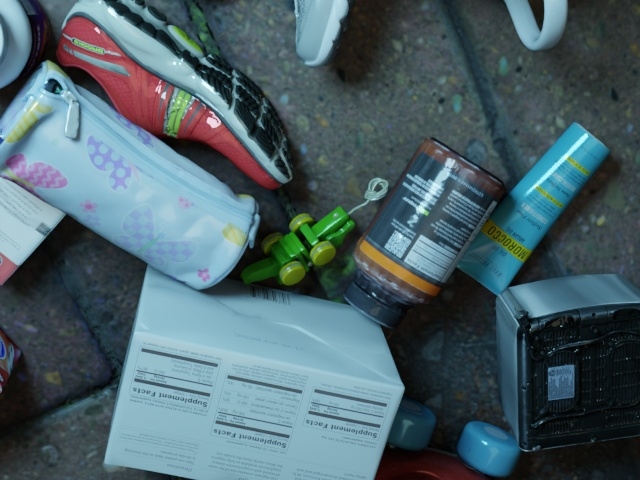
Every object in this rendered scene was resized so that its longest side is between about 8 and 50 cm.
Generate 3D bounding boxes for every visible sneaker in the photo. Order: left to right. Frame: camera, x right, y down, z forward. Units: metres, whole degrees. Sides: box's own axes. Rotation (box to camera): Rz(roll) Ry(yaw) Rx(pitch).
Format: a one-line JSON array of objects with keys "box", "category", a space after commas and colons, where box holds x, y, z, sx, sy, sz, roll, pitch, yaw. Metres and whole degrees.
[{"box": [-0.149, -0.141, 1.088, 0.279, 0.107, 0.118, 40, 114, -10], "category": "sneaker"}, {"box": [-0.018, -0.315, 1.058, 0.115, 0.105, 0.281, 1, 92, 2], "category": "sneaker"}]

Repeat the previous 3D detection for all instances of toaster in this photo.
[{"box": [0.285, 0.128, 1.169, 0.168, 0.110, 0.185, -8, 111, -5], "category": "toaster"}]

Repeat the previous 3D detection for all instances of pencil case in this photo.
[{"box": [-0.192, -0.061, 1.036, 0.273, 0.113, 0.124, 35, 126, -25], "category": "pencil case"}]

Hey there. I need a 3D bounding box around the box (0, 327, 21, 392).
[{"box": [-0.456, 0.168, 1.092, 0.257, 0.128, 0.122, -37, 104, 2], "category": "box"}]

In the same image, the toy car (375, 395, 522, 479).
[{"box": [0.122, 0.323, 1.135, 0.210, 0.238, 0.219, 19, 100, -10], "category": "toy car"}]

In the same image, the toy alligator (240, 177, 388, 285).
[{"box": [0.000, 0.000, 1.149, 0.190, 0.056, 0.051, -34, 148, -4], "category": "toy alligator"}]

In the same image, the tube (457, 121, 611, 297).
[{"box": [0.235, -0.036, 1.169, 0.080, 0.052, 0.207, 36, 103, -8], "category": "tube"}]

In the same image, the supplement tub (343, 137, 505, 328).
[{"box": [0.105, -0.004, 1.129, 0.106, 0.106, 0.198, 31, 98, -12], "category": "supplement tub"}]

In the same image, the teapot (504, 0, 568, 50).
[{"box": [0.187, -0.357, 1.016, 0.256, 0.187, 0.252, 34, 97, -13], "category": "teapot"}]

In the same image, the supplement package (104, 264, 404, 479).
[{"box": [-0.072, 0.146, 1.086, 0.262, 0.204, 0.145, 14, 106, -9], "category": "supplement package"}]

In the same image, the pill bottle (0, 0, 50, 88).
[{"box": [-0.322, -0.195, 0.991, 0.108, 0.193, 0.108, -1, 103, -6], "category": "pill bottle"}]

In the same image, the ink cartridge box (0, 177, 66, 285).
[{"box": [-0.325, -0.038, 1.097, 0.099, 0.056, 0.135, 42, 95, -14], "category": "ink cartridge box"}]
